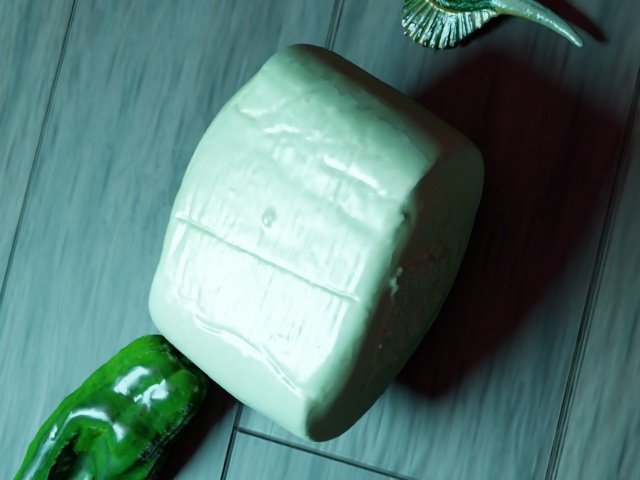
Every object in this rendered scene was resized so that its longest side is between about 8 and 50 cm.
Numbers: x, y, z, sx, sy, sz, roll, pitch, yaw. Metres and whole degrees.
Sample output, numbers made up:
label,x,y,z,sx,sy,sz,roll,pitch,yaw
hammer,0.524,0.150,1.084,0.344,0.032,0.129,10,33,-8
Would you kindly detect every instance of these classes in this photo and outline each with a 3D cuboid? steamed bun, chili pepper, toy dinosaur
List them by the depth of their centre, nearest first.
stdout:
label,x,y,z,sx,sy,sz,roll,pitch,yaw
steamed bun,0.000,0.000,0.872,0.200,0.155,0.250,32,101,26
toy dinosaur,0.105,-0.189,0.922,0.106,0.044,0.187,-40,83,26
chili pepper,-0.185,0.177,0.964,0.099,0.083,0.253,39,101,13
